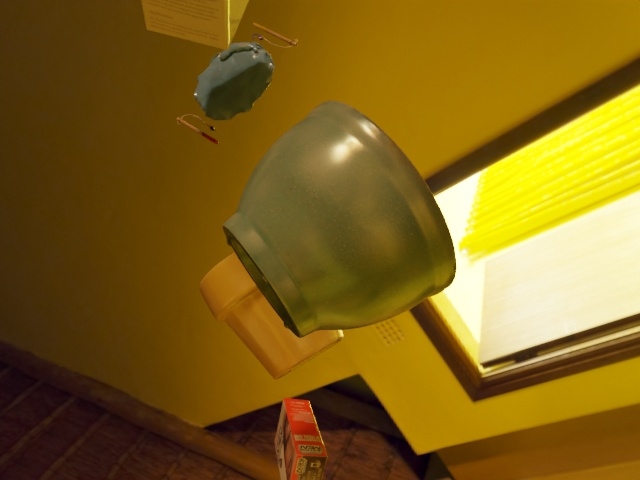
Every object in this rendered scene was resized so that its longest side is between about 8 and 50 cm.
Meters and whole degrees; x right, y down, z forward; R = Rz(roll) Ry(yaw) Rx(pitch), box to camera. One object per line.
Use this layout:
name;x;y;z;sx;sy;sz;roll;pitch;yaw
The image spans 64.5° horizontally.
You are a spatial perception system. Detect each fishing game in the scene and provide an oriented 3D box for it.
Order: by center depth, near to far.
fishing game;-0.172;-0.316;1.019;0.189;0.264;0.041;32;175;32

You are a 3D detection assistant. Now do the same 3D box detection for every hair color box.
hair color box;-0.037;0.348;0.846;0.053;0.093;0.167;9;-170;-14

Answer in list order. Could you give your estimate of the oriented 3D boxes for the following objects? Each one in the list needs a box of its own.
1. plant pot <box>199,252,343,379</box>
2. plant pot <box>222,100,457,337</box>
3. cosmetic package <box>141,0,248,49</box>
plant pot;-0.080;0.137;1.036;0.254;0.254;0.239;-12;-114;-56
plant pot;0.000;0.000;0.654;0.196;0.293;0.293;-35;-83;-14
cosmetic package;-0.204;-0.451;0.837;0.151;0.184;0.151;14;-120;-3
